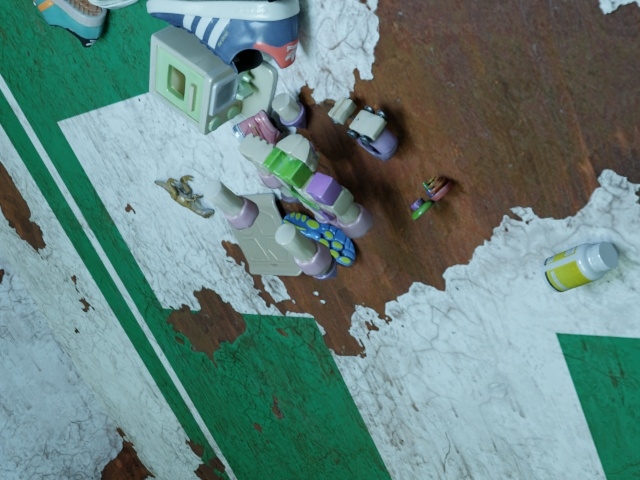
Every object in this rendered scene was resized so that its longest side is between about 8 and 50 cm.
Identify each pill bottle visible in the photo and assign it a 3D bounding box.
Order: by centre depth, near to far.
[{"bbox_3d":[0.432,0.042,1.227,0.065,0.065,0.116,52,143,-4],"label":"pill bottle"}]

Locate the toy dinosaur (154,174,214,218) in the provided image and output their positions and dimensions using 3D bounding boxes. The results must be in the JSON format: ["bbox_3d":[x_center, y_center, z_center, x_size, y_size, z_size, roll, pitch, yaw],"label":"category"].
[{"bbox_3d":[-0.366,-0.122,1.866,0.211,0.064,0.112,35,142,18],"label":"toy dinosaur"}]

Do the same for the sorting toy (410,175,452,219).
[{"bbox_3d":[0.197,-0.085,1.353,0.042,0.061,0.102,48,120,2],"label":"sorting toy"}]

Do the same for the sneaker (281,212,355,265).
[{"bbox_3d":[0.000,0.000,1.627,0.188,0.067,0.078,28,159,22],"label":"sneaker"}]

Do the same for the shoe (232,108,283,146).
[{"bbox_3d":[-0.105,-0.197,1.546,0.178,0.081,0.063,49,-166,-44],"label":"shoe"}]

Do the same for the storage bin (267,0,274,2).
[{"bbox_3d":[-0.057,-0.495,1.196,0.084,0.122,0.180,41,142,10],"label":"storage bin"}]

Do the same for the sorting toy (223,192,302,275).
[{"bbox_3d":[-0.136,-0.015,1.761,0.193,0.038,0.208,-1,117,44],"label":"sorting toy"}]

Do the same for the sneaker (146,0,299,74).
[{"bbox_3d":[-0.190,-0.396,1.403,0.350,0.131,0.148,17,128,34],"label":"sneaker"}]

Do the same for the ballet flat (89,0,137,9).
[{"bbox_3d":[-0.408,-0.538,1.495,0.400,0.139,0.139,7,127,41],"label":"ballet flat"}]

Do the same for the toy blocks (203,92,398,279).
[{"bbox_3d":[-0.002,-0.099,1.450,0.289,0.309,0.260,31,174,39],"label":"toy blocks"}]

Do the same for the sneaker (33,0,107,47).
[{"bbox_3d":[-0.627,-0.566,1.702,0.302,0.108,0.121,42,138,6],"label":"sneaker"}]

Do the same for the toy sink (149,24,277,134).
[{"bbox_3d":[-0.226,-0.321,1.502,0.234,0.131,0.152,36,141,14],"label":"toy sink"}]
